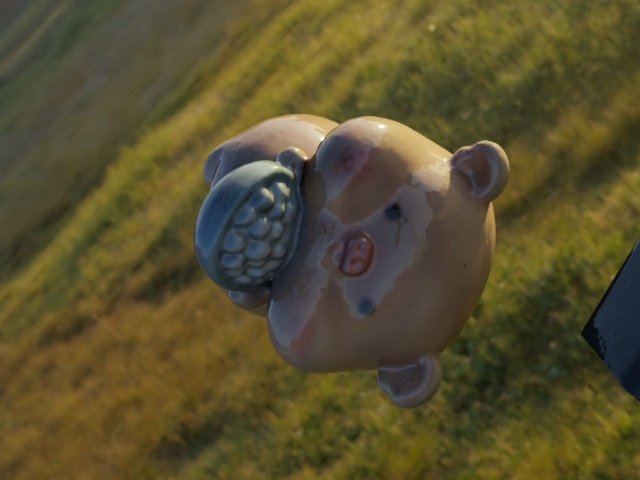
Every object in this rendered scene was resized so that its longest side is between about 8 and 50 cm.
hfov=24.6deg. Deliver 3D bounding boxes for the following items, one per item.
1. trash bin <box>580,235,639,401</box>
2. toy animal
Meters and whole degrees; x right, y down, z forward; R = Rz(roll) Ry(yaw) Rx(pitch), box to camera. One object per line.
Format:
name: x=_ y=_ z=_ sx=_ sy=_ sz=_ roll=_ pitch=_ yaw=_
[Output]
trash bin: x=0.281 y=0.009 z=0.852 sx=0.225 sy=0.165 sz=0.115 roll=-57 pitch=21 yaw=14
toy animal: x=0.013 y=0.001 z=1.158 sx=0.221 sy=0.230 sz=0.210 roll=-125 pitch=48 yaw=-81
